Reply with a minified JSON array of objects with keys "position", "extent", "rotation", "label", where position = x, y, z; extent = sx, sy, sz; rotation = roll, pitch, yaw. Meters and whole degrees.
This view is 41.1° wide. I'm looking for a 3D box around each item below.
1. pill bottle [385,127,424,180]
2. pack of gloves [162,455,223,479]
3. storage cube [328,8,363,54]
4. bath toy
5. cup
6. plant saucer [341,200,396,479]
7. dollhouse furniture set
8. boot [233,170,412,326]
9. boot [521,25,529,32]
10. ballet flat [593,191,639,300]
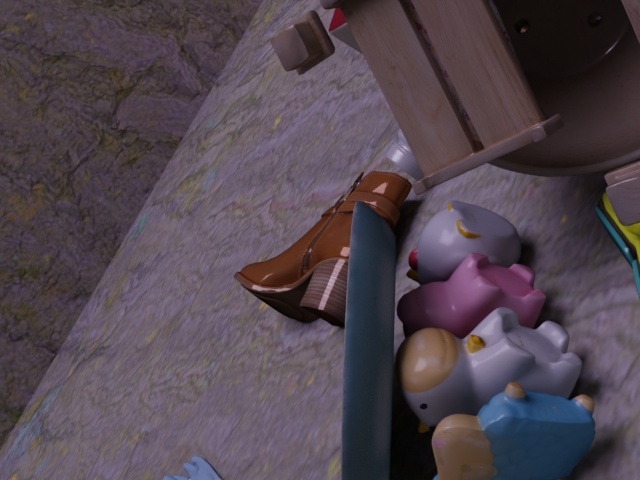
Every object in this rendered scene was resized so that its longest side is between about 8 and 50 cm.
[{"position":[0.154,-0.150,1.159],"extent":[0.137,0.078,0.078],"rotation":[-52,22,8],"label":"pill bottle"},{"position":[-0.206,0.397,1.170],"extent":[0.195,0.046,0.232],"rotation":[-59,22,-11],"label":"pack of gloves"},{"position":[0.158,-0.379,1.307],"extent":[0.183,0.215,0.193],"rotation":[-15,51,57],"label":"storage cube"},{"position":[0.137,0.088,0.802],"extent":[0.348,0.151,0.129],"rotation":[-88,15,-60],"label":"bath toy"},{"position":[0.241,-0.247,0.868],"extent":[0.331,0.331,0.237],"rotation":[-47,-1,19],"label":"cup"},{"position":[0.050,0.121,0.829],"extent":[0.317,0.043,0.318],"rotation":[2,-90,-86],"label":"plant saucer"},{"position":[0.182,-0.137,0.757],"extent":[0.355,0.303,0.174],"rotation":[-22,6,42],"label":"dollhouse furniture set"},{"position":[0.000,0.000,1.217],"extent":[0.283,0.109,0.220],"rotation":[-1,58,61],"label":"boot"},{"position":[0.311,-0.371,1.135],"extent":[0.203,0.095,0.262],"rotation":[-53,26,9],"label":"boot"},{"position":[0.281,0.018,0.680],"extent":[0.077,0.077,0.231],"rotation":[-28,29,19],"label":"ballet flat"}]
